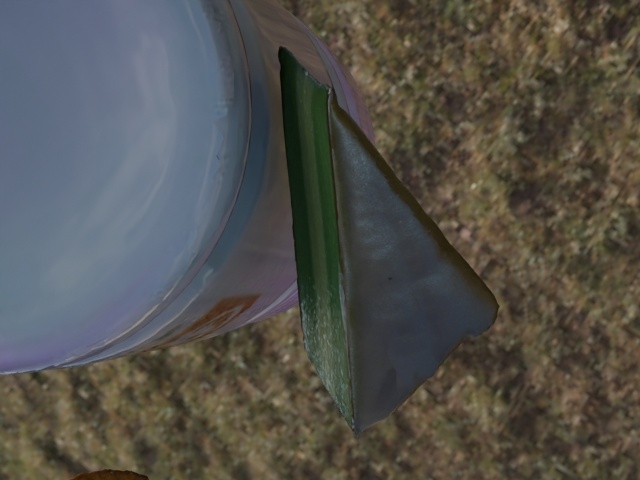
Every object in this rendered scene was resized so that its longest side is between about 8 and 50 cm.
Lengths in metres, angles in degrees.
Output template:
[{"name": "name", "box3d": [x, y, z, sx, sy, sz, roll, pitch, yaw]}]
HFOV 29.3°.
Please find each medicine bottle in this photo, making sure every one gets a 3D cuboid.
[{"name": "medicine bottle", "box3d": [-0.093, -0.046, 0.601, 0.202, 0.202, 0.316, 32, -175, 11]}]

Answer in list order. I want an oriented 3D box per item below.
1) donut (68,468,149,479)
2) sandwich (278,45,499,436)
[{"name": "donut", "box3d": [-0.152, 0.266, 0.877, 0.190, 0.174, 0.074, 47, 138, -2]}, {"name": "sandwich", "box3d": [0.000, 0.000, 0.458, 0.116, 0.074, 0.074, 49, -179, -28]}]
